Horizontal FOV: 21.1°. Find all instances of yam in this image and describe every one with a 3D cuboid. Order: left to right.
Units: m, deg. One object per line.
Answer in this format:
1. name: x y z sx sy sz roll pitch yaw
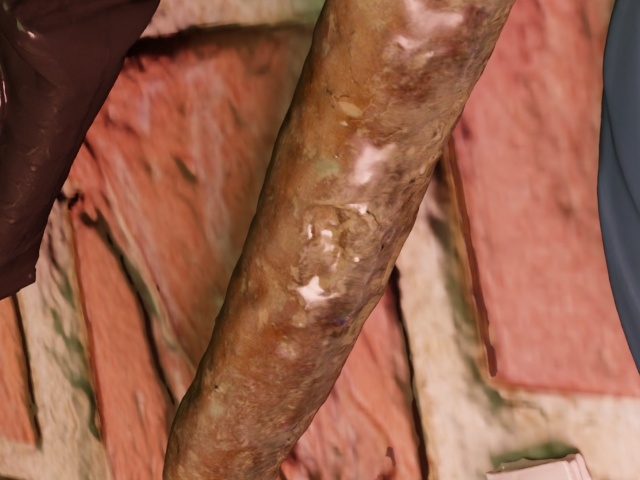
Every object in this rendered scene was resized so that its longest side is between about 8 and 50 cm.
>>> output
1. yam: 0.000 0.000 0.603 0.061 0.061 0.274 48 135 28

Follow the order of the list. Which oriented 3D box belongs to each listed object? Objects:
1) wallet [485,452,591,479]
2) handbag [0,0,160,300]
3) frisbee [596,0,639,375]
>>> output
1. wallet: 0.083 0.114 0.580 0.044 0.011 0.083 -20 87 50
2. handbag: -0.170 -0.117 0.756 0.247 0.080 0.223 58 145 18
3. frisbee: 0.170 0.001 0.411 0.289 0.049 0.290 20 117 45
